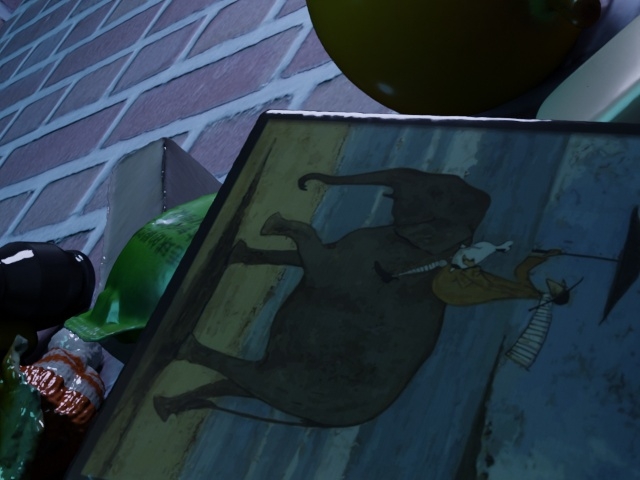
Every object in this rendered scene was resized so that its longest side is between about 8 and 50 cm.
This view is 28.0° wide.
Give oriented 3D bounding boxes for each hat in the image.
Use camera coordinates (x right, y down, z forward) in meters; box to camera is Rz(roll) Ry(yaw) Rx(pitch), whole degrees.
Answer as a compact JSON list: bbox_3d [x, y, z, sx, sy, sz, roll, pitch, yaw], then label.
[{"bbox_3d":[-0.224,0.128,1.100,0.112,0.093,0.162,-26,12,21],"label":"hat"}]

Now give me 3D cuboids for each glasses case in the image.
[{"bbox_3d":[0.213,-0.109,0.745,0.196,0.050,0.083,-41,22,14],"label":"glasses case"}]

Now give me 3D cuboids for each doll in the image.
[{"bbox_3d":[0.108,-0.182,0.870,0.213,0.213,0.236,-53,38,-11],"label":"doll"}]

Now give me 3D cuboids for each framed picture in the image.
[{"bbox_3d":[0.077,0.036,0.598,0.347,0.016,0.265,7,51,26],"label":"framed picture"}]

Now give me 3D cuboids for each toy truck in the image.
[{"bbox_3d":[-0.331,0.051,1.223,0.165,0.224,0.147,-25,73,20],"label":"toy truck"}]

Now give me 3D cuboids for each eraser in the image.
[{"bbox_3d":[-0.110,0.021,1.010,0.077,0.111,0.352,-41,25,14],"label":"eraser"}]

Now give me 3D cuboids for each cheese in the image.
[{"bbox_3d":[0.000,0.000,0.783,0.321,0.083,0.204,-20,13,-21],"label":"cheese"}]

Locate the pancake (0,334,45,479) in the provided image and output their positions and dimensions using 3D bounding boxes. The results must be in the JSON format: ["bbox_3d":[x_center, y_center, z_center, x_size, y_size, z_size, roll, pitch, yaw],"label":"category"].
[{"bbox_3d":[-0.297,0.187,0.987,0.427,0.067,0.304,24,104,65],"label":"pancake"}]
